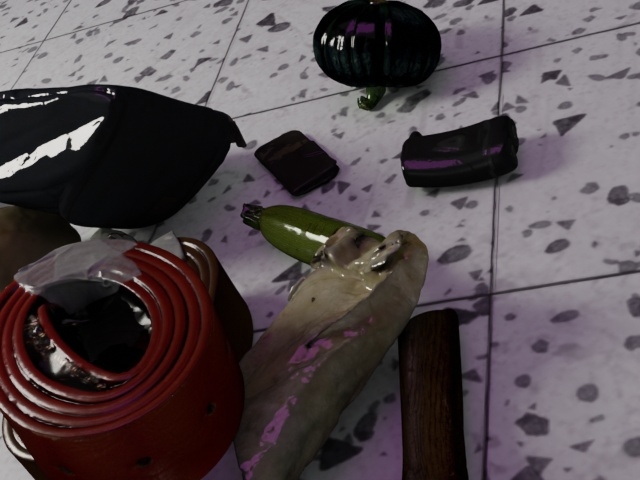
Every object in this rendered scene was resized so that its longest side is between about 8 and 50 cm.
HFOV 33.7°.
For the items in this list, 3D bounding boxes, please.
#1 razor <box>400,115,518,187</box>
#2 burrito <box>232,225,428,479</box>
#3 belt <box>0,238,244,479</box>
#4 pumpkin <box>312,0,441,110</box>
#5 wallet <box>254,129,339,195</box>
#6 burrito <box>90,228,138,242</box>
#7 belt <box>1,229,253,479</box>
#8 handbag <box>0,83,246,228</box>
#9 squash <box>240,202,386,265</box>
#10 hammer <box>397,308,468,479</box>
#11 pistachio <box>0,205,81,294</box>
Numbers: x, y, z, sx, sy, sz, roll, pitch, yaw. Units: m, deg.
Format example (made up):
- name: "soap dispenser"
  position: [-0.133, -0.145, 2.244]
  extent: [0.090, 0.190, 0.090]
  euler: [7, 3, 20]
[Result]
- name: "razor"
  position: [0.175, -0.107, 1.333]
  extent: [0.148, 0.054, 0.090]
  euler: [-10, 38, 22]
- name: "burrito"
  position: [-0.008, 0.122, 1.084]
  extent: [0.175, 0.107, 0.347]
  euler: [-21, 33, 57]
- name: "belt"
  position: [-0.206, 0.116, 1.040]
  extent: [0.227, 0.115, 0.324]
  euler: [-29, 37, -15]
- name: "pumpkin"
  position: [0.083, -0.284, 1.532]
  extent: [0.194, 0.150, 0.194]
  euler: [-8, 43, 7]
- name: "wallet"
  position: [-0.034, -0.112, 1.497]
  extent: [0.082, 0.018, 0.156]
  euler: [-30, 35, -7]
- name: "burrito"
  position: [-0.253, 0.033, 1.411]
  extent: [0.064, 0.064, 0.203]
  euler: [-33, 36, -11]
- name: "belt"
  position: [-0.207, 0.144, 1.196]
  extent: [0.217, 0.122, 0.338]
  euler: [4, 47, 32]
- name: "handbag"
  position: [-0.285, -0.104, 1.438]
  extent: [0.275, 0.302, 0.177]
  euler: [2, 88, 28]
- name: "squash"
  position: [0.000, 0.000, 1.293]
  extent: [0.252, 0.066, 0.066]
  euler: [20, 55, 44]
- name: "hammer"
  position: [0.099, 0.199, 0.966]
  extent: [0.243, 0.095, 0.408]
  euler: [-16, 34, 14]
- name: "pistachio"
  position: [-0.414, 0.028, 1.450]
  extent: [0.138, 0.153, 0.238]
  euler: [-4, 13, 13]
